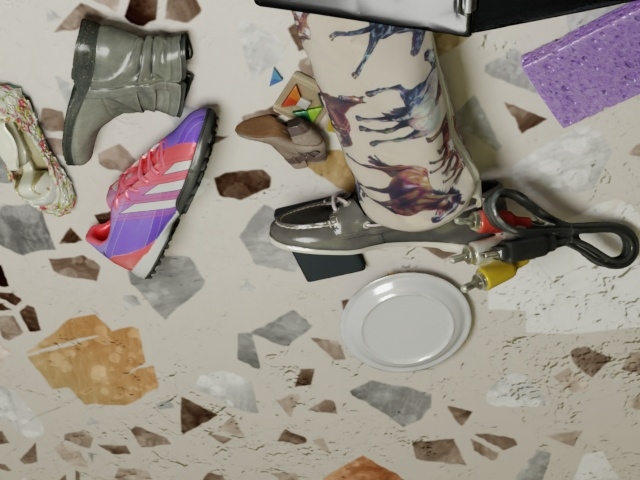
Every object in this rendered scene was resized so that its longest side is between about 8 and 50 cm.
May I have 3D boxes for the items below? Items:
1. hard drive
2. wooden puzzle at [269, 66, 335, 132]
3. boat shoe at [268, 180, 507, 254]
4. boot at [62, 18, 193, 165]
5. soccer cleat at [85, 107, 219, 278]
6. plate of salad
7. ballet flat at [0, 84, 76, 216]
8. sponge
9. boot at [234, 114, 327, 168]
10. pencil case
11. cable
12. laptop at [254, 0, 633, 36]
[{"bbox_3d":[0.000,0.000,2.103,0.094,0.022,0.135,-13,127,18],"label":"hard drive"},{"bbox_3d":[-0.020,-0.189,1.950,0.116,0.014,0.078,20,130,-8],"label":"wooden puzzle"},{"bbox_3d":[0.095,-0.041,1.998,0.335,0.112,0.095,0,114,-5],"label":"boat shoe"},{"bbox_3d":[-0.262,-0.185,1.951,0.161,0.083,0.246,11,133,-8],"label":"boot"},{"bbox_3d":[-0.238,-0.074,2.026,0.116,0.108,0.318,25,132,-8],"label":"soccer cleat"},{"bbox_3d":[0.128,0.121,2.172,0.200,0.048,0.199,-2,128,-3],"label":"plate of salad"},{"bbox_3d":[-0.423,-0.111,2.037,0.091,0.077,0.241,-10,129,16],"label":"ballet flat"},{"bbox_3d":[0.376,-0.233,1.841,0.210,0.031,0.117,-25,123,26],"label":"sponge"},{"bbox_3d":[-0.050,-0.133,1.989,0.119,0.042,0.087,0,144,26],"label":"boot"},{"bbox_3d":[0.090,-0.202,1.826,0.184,0.160,0.410,-1,131,24],"label":"pencil case"},{"bbox_3d":[0.310,-0.011,1.986,0.287,0.072,0.139,-7,96,-29],"label":"cable"},{"bbox_3d":[0.155,-0.444,1.580,0.408,0.236,0.381,11,118,19],"label":"laptop"}]
